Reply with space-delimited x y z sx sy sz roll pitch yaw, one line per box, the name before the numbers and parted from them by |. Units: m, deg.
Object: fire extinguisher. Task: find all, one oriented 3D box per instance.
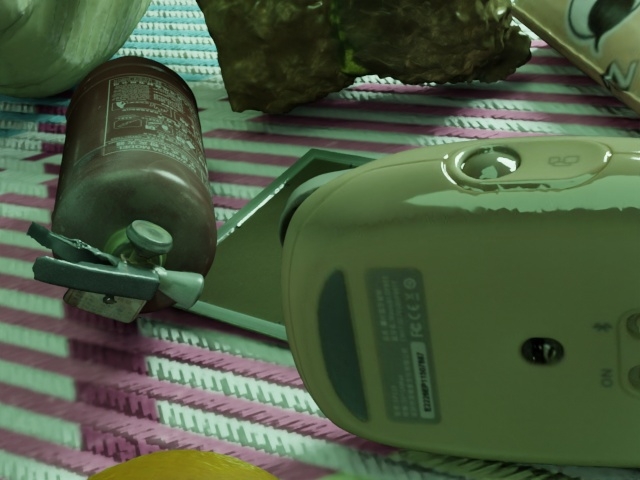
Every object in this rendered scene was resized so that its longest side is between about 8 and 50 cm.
fire extinguisher | -0.118 -0.030 0.639 0.104 0.105 0.269 -14 29 -2

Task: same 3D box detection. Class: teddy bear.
teddy bear | -0.006 -0.221 0.798 0.222 0.246 0.296 -29 61 8

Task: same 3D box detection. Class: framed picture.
framed picture | 0.000 0.000 0.650 0.141 0.011 0.183 12 41 34

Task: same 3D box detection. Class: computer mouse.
computer mouse | 0.097 0.026 0.449 0.236 0.145 0.082 -2 28 21

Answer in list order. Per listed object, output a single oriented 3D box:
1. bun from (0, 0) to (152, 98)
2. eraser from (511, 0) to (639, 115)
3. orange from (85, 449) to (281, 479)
bun | -0.261 -0.300 0.884 0.219 0.365 0.365 16 39 10
eraser | 0.258 -0.151 0.693 0.171 0.087 0.290 -41 32 9
orange | -0.057 0.142 0.333 0.154 0.134 0.155 -29 -2 -1
